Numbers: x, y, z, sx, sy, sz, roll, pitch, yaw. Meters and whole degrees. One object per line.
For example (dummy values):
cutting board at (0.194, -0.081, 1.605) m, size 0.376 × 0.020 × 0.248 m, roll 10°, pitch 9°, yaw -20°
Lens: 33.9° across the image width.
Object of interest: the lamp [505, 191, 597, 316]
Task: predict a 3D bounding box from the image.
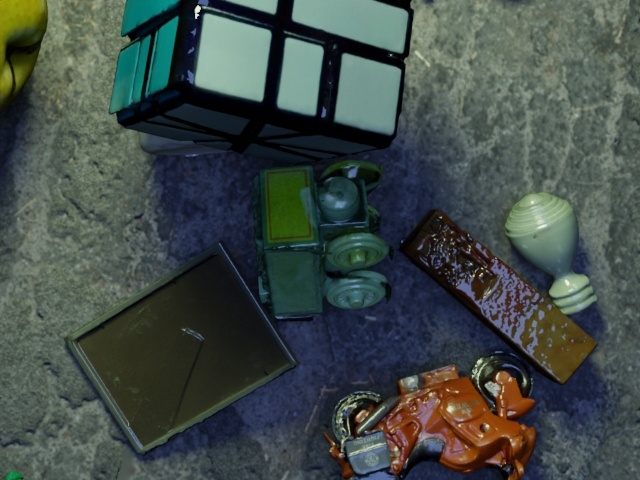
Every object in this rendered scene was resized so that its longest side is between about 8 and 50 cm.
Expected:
lamp at (0.345, 0.018, 1.557) m, size 0.106 × 0.106 × 0.193 m, roll -25°, pitch 101°, yaw -3°

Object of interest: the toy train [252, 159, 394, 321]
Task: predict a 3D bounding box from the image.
toy train at (0.000, 0.000, 1.453) m, size 0.188 × 0.272 × 0.159 m, roll -5°, pitch 62°, yaw 0°

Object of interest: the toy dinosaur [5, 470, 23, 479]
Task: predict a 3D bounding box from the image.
toy dinosaur at (-0.449, 0.373, 1.505) m, size 0.132 × 0.096 × 0.059 m, roll 32°, pitch 87°, yaw -6°

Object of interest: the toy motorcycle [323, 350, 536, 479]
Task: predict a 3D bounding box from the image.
toy motorcycle at (0.177, 0.298, 1.532) m, size 0.325 × 0.148 × 0.221 m, roll -15°, pitch 69°, yaw -6°

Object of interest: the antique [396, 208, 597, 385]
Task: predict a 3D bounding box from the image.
antique at (0.257, 0.081, 1.551) m, size 0.310 × 0.093 × 0.087 m, roll 41°, pitch 88°, yaw -3°

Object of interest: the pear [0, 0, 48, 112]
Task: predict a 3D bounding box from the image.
pear at (-0.567, -0.309, 1.366) m, size 0.418 × 0.362 × 0.362 m, roll 17°, pitch 89°, yaw 6°

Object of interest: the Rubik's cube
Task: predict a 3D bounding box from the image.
Rubik's cube at (-0.073, -0.260, 1.286) m, size 0.293 × 0.288 × 0.284 m, roll 8°, pitch 86°, yaw -25°

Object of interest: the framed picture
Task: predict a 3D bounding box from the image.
framed picture at (-0.203, 0.160, 1.515) m, size 0.289 × 0.016 × 0.213 m, roll -32°, pitch 93°, yaw 15°

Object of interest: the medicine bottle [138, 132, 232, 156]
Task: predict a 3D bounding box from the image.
medicine bottle at (-0.183, -0.270, 1.481) m, size 0.170 × 0.170 × 0.293 m, roll -5°, pitch 91°, yaw -4°
